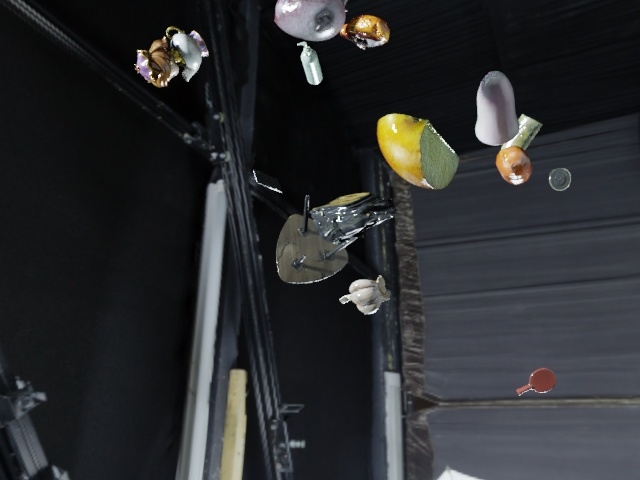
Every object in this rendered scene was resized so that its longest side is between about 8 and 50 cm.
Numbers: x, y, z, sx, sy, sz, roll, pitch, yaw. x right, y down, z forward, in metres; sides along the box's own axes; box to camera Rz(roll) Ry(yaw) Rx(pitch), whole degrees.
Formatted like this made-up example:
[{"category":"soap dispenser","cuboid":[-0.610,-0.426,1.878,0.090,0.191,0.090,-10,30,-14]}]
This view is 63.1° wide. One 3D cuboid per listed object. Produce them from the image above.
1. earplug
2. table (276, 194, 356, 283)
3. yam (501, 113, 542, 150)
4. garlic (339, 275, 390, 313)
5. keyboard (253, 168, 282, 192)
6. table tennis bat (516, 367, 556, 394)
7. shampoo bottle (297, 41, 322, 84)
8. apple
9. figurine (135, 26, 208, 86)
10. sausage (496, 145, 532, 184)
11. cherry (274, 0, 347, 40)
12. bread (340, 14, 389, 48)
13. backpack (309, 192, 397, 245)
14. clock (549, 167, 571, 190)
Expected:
[{"category":"earplug","cuboid":[0.671,-0.523,1.987,0.301,0.172,0.173,56,-146,-57]},{"category":"table","cuboid":[0.000,0.000,2.082,0.249,0.317,0.318,124,152,-63]},{"category":"yam","cuboid":[0.949,-0.492,2.469,0.194,0.107,0.107,-61,-12,23]},{"category":"garlic","cuboid":[0.144,0.200,1.903,0.127,0.194,0.131,-34,-71,-52]},{"category":"keyboard","cuboid":[-0.234,-0.261,2.304,0.196,0.015,0.074,17,-134,-61]},{"category":"table tennis bat","cuboid":[0.812,0.539,1.959,0.098,0.154,0.019,59,-172,-10]},{"category":"shampoo bottle","cuboid":[-0.033,-0.592,1.725,0.195,0.056,0.056,62,-155,-73]},{"category":"apple","cuboid":[0.300,-0.268,1.597,0.346,0.179,0.254,19,-139,-56]},{"category":"figurine","cuboid":[-0.549,-0.663,1.908,0.263,0.142,0.190,-36,-67,-17]},{"category":"sausage","cuboid":[0.764,-0.290,2.041,0.258,0.133,0.133,18,-114,-64]},{"category":"cherry","cuboid":[-0.017,-0.716,1.617,0.213,0.265,0.184,-90,-15,-60]},{"category":"bread","cuboid":[0.162,-0.770,1.918,0.139,0.095,0.269,28,-172,-23]},{"category":"backpack","cuboid":[0.109,-0.075,1.573,0.206,0.258,0.133,-33,-76,-44]},{"category":"clock","cuboid":[0.886,-0.226,1.927,0.010,0.074,0.084,-3,-89,-67]}]
